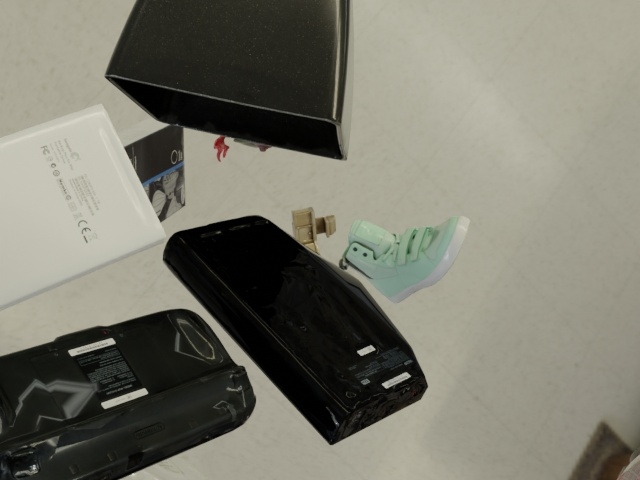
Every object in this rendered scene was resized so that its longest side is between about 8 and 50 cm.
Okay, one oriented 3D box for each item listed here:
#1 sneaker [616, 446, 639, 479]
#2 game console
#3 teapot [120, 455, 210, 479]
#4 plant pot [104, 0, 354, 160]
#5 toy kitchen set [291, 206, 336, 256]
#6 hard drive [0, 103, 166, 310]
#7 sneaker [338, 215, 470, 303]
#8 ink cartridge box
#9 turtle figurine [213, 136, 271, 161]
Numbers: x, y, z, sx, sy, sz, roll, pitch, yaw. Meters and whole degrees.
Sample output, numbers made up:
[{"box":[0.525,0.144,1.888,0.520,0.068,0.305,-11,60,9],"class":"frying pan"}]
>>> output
[{"box":[0.260,0.170,0.598,0.136,0.314,0.116,-13,56,-47],"class":"sneaker"},{"box":[-0.090,0.079,0.663,0.361,0.044,0.213,-14,48,-46],"class":"game console"},{"box":[-0.269,0.378,1.250,0.256,0.252,0.187,35,83,-25],"class":"teapot"},{"box":[-0.052,-0.179,0.789,0.188,0.187,0.167,13,87,4],"class":"plant pot"},{"box":[0.000,0.000,1.395,0.068,0.075,0.083,-12,123,-12],"class":"toy kitchen set"},{"box":[-0.379,-0.032,1.164,0.307,0.040,0.203,-24,83,-22],"class":"hard drive"},{"box":[0.126,0.008,1.501,0.151,0.256,0.094,33,53,-10],"class":"sneaker"},{"box":[-0.307,-0.088,1.467,0.333,0.065,0.165,-49,144,-64],"class":"ink cartridge box"},{"box":[-0.092,-0.201,1.449,0.175,0.234,0.118,-60,142,-45],"class":"turtle figurine"}]
